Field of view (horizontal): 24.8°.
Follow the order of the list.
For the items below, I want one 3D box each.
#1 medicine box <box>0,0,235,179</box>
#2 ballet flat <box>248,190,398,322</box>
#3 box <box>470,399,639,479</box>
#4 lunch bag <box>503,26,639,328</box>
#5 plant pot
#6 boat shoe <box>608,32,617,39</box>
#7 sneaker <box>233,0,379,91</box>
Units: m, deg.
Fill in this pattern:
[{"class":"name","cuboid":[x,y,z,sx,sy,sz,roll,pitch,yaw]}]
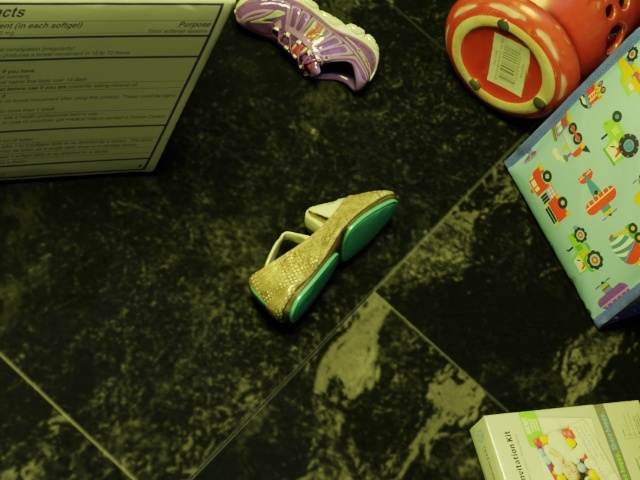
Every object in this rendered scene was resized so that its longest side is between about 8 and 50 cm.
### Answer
[{"class":"medicine box","cuboid":[-0.254,-0.187,1.317,0.264,0.289,0.149,-5,62,-26]},{"class":"ballet flat","cuboid":[0.000,0.000,1.451,0.067,0.073,0.206,32,47,16]},{"class":"box","cuboid":[0.253,0.235,1.427,0.186,0.038,0.145,-2,60,-24]},{"class":"lunch bag","cuboid":[0.352,-0.082,1.511,0.138,0.293,0.221,-15,67,-30]},{"class":"plant pot","cuboid":[0.244,-0.248,1.642,0.191,0.191,0.174,41,59,5]},{"class":"boat shoe","cuboid":[0.400,-0.245,1.793,0.142,0.049,0.040,-15,66,-28]},{"class":"sneaker","cuboid":[-0.016,-0.217,1.584,0.170,0.068,0.071,23,59,-9]}]
